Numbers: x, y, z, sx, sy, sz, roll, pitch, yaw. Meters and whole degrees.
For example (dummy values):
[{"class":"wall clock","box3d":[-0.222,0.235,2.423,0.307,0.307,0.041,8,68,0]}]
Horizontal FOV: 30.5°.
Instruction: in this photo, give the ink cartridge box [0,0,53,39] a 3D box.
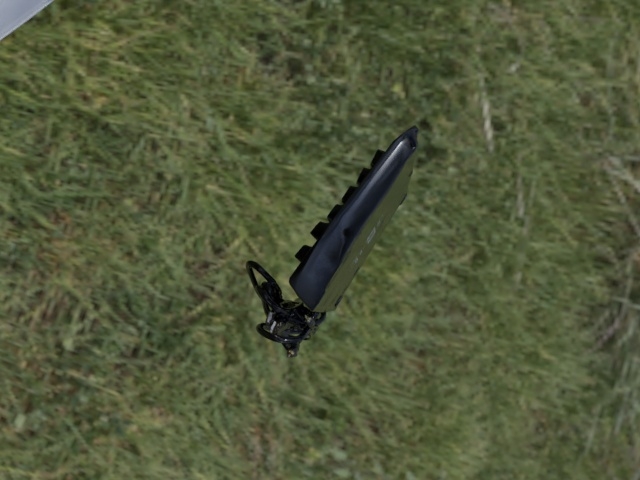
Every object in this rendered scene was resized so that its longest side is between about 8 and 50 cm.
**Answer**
[{"class":"ink cartridge box","box3d":[-0.261,-0.167,0.709,0.127,0.176,0.128,-42,116,-17]}]

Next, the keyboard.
[{"class":"keyboard","box3d":[0.000,0.000,0.483,0.100,0.038,0.192,-58,175,-2]}]
